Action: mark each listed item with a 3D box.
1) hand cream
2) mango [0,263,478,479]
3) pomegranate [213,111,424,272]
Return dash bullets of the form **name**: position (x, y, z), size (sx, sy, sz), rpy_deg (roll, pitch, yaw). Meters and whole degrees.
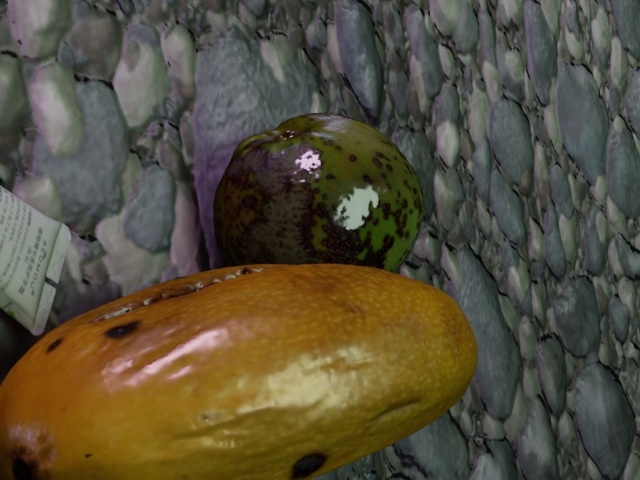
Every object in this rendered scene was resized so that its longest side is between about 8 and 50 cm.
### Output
- **hand cream**: position (-0.192, -0.021, 0.640), size (0.194, 0.042, 0.067), rpy_deg (45, 43, -48)
- **mango**: position (-0.034, 0.070, 0.700), size (0.295, 0.177, 0.120), rpy_deg (-18, 94, -33)
- **pomegranate**: position (-0.009, -0.008, 0.839), size (0.125, 0.163, 0.138), rpy_deg (40, 48, 7)
